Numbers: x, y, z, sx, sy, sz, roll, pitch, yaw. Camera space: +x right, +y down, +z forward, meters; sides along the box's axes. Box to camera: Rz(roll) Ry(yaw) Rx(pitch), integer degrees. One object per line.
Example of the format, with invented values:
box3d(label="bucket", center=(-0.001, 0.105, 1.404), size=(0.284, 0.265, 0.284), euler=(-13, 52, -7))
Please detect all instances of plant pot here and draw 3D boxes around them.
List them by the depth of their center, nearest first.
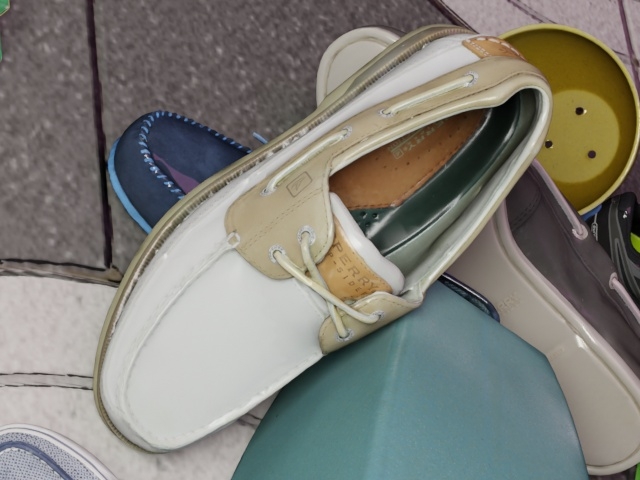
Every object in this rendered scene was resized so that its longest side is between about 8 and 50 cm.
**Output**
box3d(label="plant pot", center=(0.045, 0.146, 1.054), size=(0.165, 0.165, 0.234), euler=(34, 41, -21))
box3d(label="plant pot", center=(0.163, -0.075, 1.318), size=(0.134, 0.134, 0.095), euler=(66, 18, 11))

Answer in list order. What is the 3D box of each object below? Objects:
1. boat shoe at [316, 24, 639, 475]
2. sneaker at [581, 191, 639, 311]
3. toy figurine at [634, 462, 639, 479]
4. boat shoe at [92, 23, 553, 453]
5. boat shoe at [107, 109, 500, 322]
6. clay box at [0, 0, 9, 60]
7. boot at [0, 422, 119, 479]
box3d(label="boat shoe", center=(0.112, 0.001, 1.240), size=(0.335, 0.112, 0.095), euler=(55, 26, -8))
box3d(label="sneaker", center=(0.258, 0.030, 1.357), size=(0.188, 0.078, 0.067), euler=(35, 47, -21))
box3d(label="toy figurine", center=(0.309, 0.189, 1.300), size=(0.159, 0.130, 0.173), euler=(4, 85, -50))
box3d(label="boat shoe", center=(0.000, 0.000, 1.030), size=(0.302, 0.103, 0.113), euler=(-47, 115, -7))
box3d(label="boat shoe", center=(-0.001, -0.008, 1.148), size=(0.258, 0.089, 0.109), euler=(29, 50, -23))
box3d(label="clay box", center=(-0.246, -0.194, 1.037), size=(0.222, 0.053, 0.127), euler=(27, 42, -43))
box3d(label="boot", center=(-0.111, 0.166, 0.929), size=(0.190, 0.069, 0.086), euler=(49, 3, 9))
